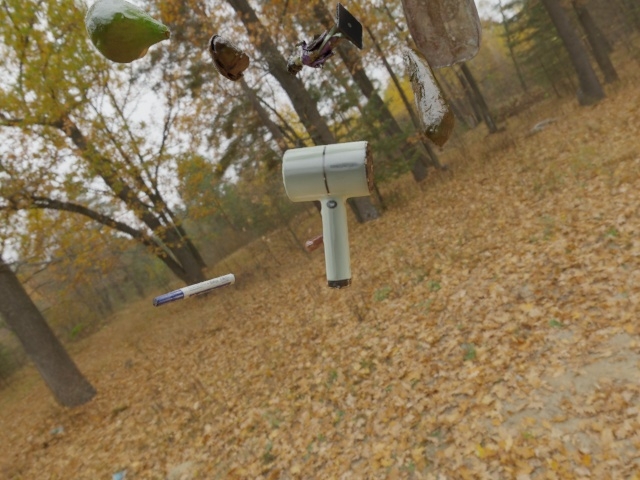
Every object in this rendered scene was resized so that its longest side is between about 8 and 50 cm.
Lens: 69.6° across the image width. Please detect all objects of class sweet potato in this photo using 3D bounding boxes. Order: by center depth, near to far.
[{"bbox_3d":[0.242,-0.341,1.057,0.075,0.274,0.075,-13,-19,-4],"label":"sweet potato"}]

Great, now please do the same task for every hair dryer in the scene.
[{"bbox_3d":[0.031,-0.043,1.086,0.203,0.363,0.128,-4,2,13],"label":"hair dryer"}]

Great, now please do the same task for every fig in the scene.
[{"bbox_3d":[-0.624,-0.705,1.541,0.274,0.206,0.206,2,14,15],"label":"fig"}]

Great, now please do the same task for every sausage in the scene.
[{"bbox_3d":[0.000,0.000,1.245,0.030,0.035,0.147,-42,-4,29],"label":"sausage"}]

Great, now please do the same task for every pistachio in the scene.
[{"bbox_3d":[-0.348,-0.687,1.733,0.130,0.165,0.210,-22,-19,21],"label":"pistachio"}]

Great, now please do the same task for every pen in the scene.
[{"bbox_3d":[-0.264,0.106,0.984,0.025,0.025,0.204,-27,-7,39],"label":"pen"}]

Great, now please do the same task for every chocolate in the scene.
[{"bbox_3d":[0.316,-0.609,1.197,0.185,0.303,0.100,2,42,40],"label":"chocolate"}]

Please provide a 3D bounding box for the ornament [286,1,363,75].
[{"bbox_3d":[-0.010,-0.434,1.035,0.203,0.081,0.088,-15,58,35],"label":"ornament"}]
